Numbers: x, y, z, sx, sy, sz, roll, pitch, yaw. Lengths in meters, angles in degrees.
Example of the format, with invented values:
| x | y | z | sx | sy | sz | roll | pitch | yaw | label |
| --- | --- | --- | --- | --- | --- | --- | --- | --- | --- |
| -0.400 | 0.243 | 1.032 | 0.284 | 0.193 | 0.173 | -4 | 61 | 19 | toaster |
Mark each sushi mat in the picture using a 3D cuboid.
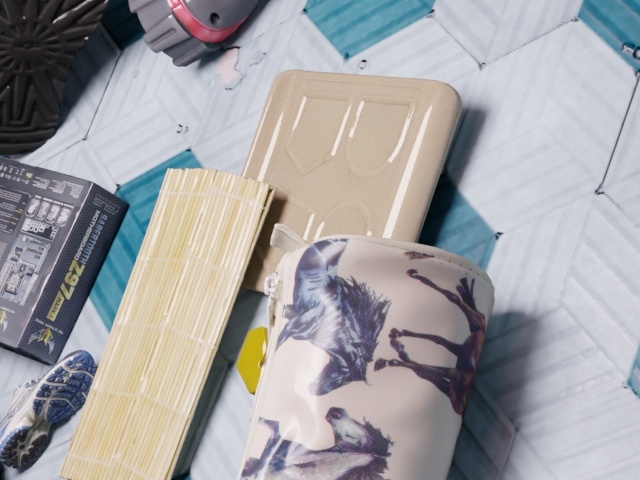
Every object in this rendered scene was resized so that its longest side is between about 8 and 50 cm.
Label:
| x | y | z | sx | sy | sz | roll | pitch | yaw | label |
| --- | --- | --- | --- | --- | --- | --- | --- | --- | --- |
| -0.141 | 0.085 | 1.688 | 0.151 | 0.019 | 0.316 | 12 | 81 | 49 | sushi mat |

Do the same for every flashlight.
| x | y | z | sx | sy | sz | roll | pitch | yaw | label |
| --- | --- | --- | --- | --- | --- | --- | --- | --- | --- |
| -0.044 | -0.280 | 1.781 | 0.304 | 0.103 | 0.103 | -29 | 49 | 28 | flashlight |

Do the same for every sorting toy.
| x | y | z | sx | sy | sz | roll | pitch | yaw | label |
| --- | --- | --- | --- | --- | --- | --- | --- | --- | --- |
| 0.000 | 0.000 | 1.630 | 0.229 | 0.041 | 0.307 | 12 | 81 | 48 | sorting toy |

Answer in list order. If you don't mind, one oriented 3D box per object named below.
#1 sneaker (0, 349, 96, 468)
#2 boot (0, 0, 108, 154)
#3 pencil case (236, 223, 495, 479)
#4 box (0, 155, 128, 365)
| x | y | z | sx | sy | sz | roll | pitch | yaw | label |
| --- | --- | --- | --- | --- | --- | --- | --- | --- | --- |
| -0.271 | 0.151 | 1.773 | 0.135 | 0.052 | 0.058 | -49 | 39 | 8 | sneaker |
| -0.327 | -0.291 | 1.946 | 0.348 | 0.131 | 0.260 | -60 | 35 | 41 | boot |
| 0.000 | 0.197 | 1.410 | 0.183 | 0.160 | 0.410 | 14 | 73 | 7 | pencil case |
| -0.321 | 0.013 | 1.891 | 0.232 | 0.059 | 0.183 | 14 | 76 | 45 | box |
